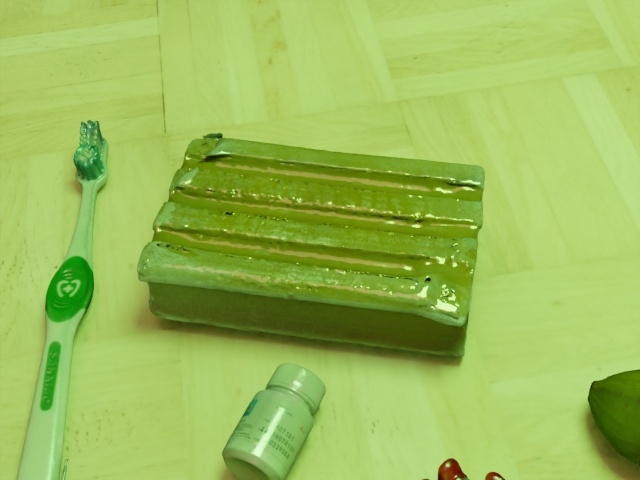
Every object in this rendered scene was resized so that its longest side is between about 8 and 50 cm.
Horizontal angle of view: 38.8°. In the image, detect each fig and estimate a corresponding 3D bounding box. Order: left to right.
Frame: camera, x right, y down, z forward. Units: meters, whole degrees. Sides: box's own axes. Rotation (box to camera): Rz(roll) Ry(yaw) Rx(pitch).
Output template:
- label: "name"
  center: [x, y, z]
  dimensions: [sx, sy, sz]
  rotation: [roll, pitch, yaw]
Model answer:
- label: "fig"
  center: [0.240, 0.128, 0.679]
  dimensions: [0.088, 0.074, 0.074]
  rotation: [18, 52, 38]

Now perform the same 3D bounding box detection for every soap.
- label: "soap"
  center: [0.000, 0.000, 0.793]
  dimensions: [0.274, 0.089, 0.173]
  rotation: [7, 49, 10]

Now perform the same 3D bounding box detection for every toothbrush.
- label: "toothbrush"
  center: [-0.222, 0.057, 0.803]
  dimensions: [0.042, 0.040, 0.418]
  rotation: [-3, 54, 0]

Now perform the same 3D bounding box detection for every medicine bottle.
- label: "medicine bottle"
  center: [-0.034, 0.142, 0.699]
  dimensions: [0.052, 0.052, 0.089]
  rotation: [18, 53, 19]

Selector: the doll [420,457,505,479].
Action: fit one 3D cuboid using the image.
- label: "doll"
  center: [0.141, 0.222, 0.612]
  dimensions: [0.104, 0.062, 0.195]
  rotation: [-16, 38, -33]
